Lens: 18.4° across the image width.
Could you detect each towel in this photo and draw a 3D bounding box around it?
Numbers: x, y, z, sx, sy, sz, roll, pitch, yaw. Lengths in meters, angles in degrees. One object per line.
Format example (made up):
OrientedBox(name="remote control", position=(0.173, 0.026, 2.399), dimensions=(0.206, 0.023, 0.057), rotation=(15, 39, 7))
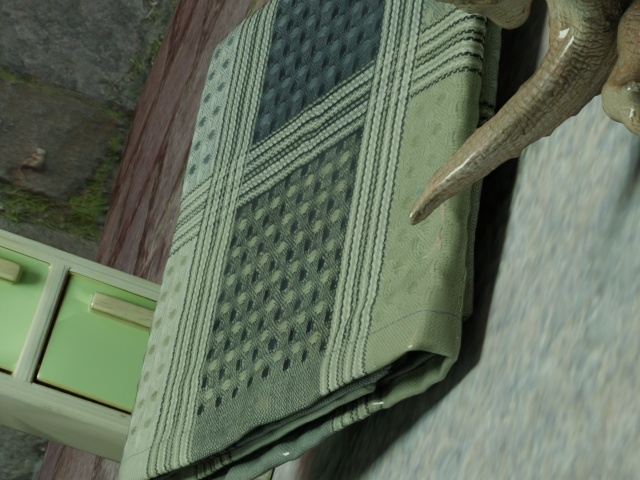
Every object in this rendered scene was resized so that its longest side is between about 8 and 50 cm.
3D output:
OrientedBox(name="towel", position=(0.005, -0.027, 1.052), dimensions=(0.312, 0.056, 0.324), rotation=(-30, 42, 51))

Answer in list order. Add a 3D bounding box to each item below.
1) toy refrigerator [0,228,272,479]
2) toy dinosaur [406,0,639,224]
OrientedBox(name="toy refrigerator", position=(-0.153, 0.072, 1.257), dimensions=(0.094, 0.269, 0.102), rotation=(133, 155, -68))
OrientedBox(name="toy dinosaur", position=(0.107, -0.150, 0.727), dimensions=(0.200, 0.127, 0.296), rotation=(-75, -4, -68))
